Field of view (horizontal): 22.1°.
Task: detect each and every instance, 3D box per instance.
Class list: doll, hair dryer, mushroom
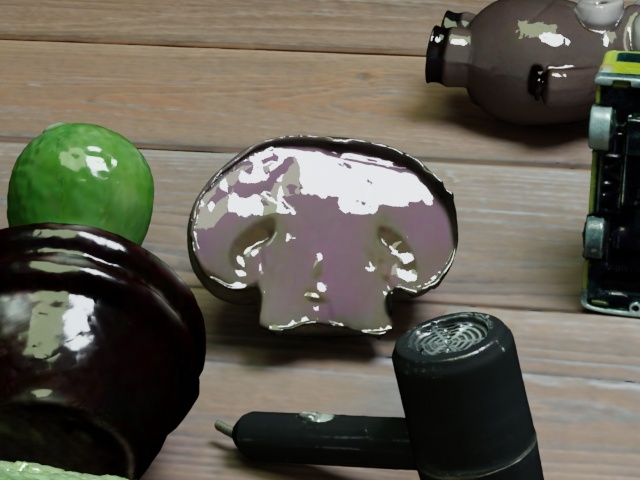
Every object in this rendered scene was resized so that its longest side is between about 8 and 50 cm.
[{"bbox_3d":[0.225,-0.154,1.413,0.257,0.117,0.182,4,25,15],"label":"doll"},{"bbox_3d":[0.025,0.109,0.982,0.219,0.124,0.071,-3,23,33],"label":"hair dryer"},{"bbox_3d":[0.000,0.000,1.160,0.188,0.141,0.117,1,-5,-4],"label":"mushroom"}]

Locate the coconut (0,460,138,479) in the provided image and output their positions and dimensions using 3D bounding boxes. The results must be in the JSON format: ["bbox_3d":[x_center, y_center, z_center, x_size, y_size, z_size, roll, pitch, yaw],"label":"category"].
[{"bbox_3d":[-0.112,0.230,0.601,0.328,0.281,0.328,40,16,-14],"label":"coconut"}]

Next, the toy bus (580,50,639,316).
[{"bbox_3d":[0.232,-0.041,1.161,0.088,0.175,0.101,5,23,11],"label":"toy bus"}]

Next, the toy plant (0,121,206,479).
[{"bbox_3d":[-0.157,0.049,1.013,0.175,0.218,0.235,10,45,-7],"label":"toy plant"}]
